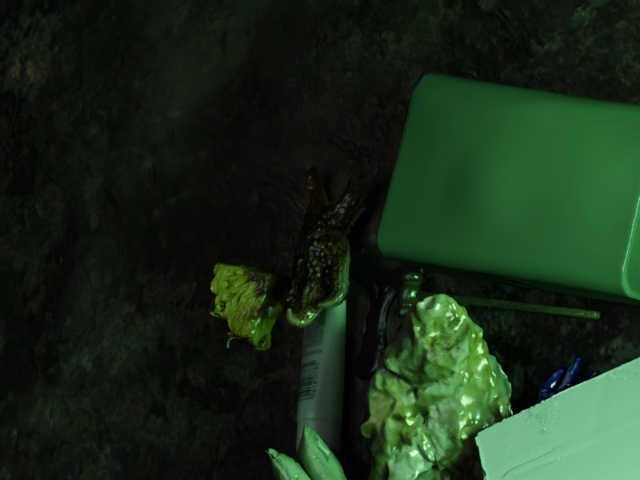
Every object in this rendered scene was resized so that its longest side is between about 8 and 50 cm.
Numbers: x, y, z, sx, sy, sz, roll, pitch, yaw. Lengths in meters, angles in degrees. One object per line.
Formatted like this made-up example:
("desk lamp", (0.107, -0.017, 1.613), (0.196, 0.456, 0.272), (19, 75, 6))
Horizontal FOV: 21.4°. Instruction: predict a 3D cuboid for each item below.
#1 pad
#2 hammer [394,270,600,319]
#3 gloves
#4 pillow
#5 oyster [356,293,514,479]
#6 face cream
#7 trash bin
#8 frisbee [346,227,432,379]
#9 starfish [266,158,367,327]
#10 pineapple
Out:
("pad", (0.278, 0.220, 1.794), (0.232, 0.004, 0.156), (-27, 46, 16))
("hammer", (0.203, 0.076, 1.974), (0.292, 0.029, 0.058), (5, 87, 44))
("gloves", (0.274, 0.167, 1.873), (0.086, 0.026, 0.064), (-39, 50, 33))
("pillow", (0.008, 0.325, 2.022), (0.077, 0.134, 0.181), (-26, 66, -11))
("oyster", (0.120, 0.227, 1.949), (0.238, 0.114, 0.351), (25, 112, 48))
("face cream", (0.002, 0.157, 2.152), (0.092, 0.058, 0.244), (-26, 55, 54))
("trash bin", (0.248, -0.053, 1.873), (0.343, 0.158, 0.223), (12, 87, 48))
("frisbee", (0.085, 0.049, 2.123), (0.187, 0.012, 0.211), (-37, 52, 35))
("starfish", (0.001, 0.000, 2.173), (0.216, 0.071, 0.238), (-43, 41, 29))
("pineapple", (-0.087, 0.080, 2.271), (0.116, 0.069, 0.137), (-37, 62, 27))
